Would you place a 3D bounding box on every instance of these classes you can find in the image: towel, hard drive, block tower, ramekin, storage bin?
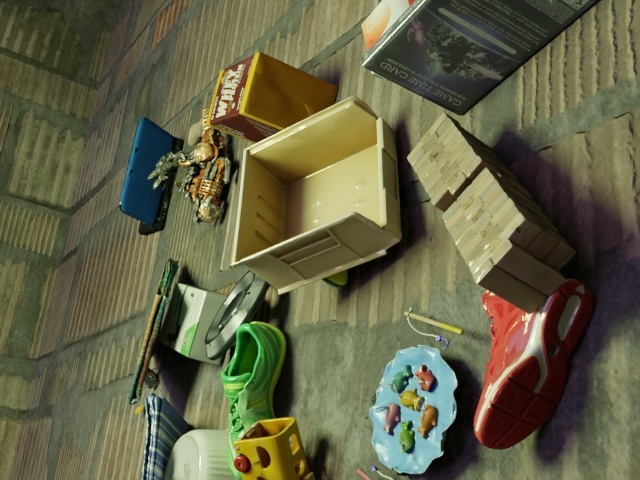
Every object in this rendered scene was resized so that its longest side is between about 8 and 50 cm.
[{"bbox_3d":[-0.326,0.504,1.550,0.243,0.040,0.336,79,-170,-61],"label":"towel"},{"bbox_3d":[0.122,0.254,1.091,0.094,0.022,0.135,-54,35,28],"label":"hard drive"},{"bbox_3d":[-0.400,0.208,1.831,0.370,0.040,0.271,-125,51,-77],"label":"towel"},{"bbox_3d":[0.210,-0.049,0.979,0.091,0.097,0.335,-50,27,20],"label":"block tower"},{"bbox_3d":[-0.222,0.464,1.463,0.207,0.109,0.207,-34,47,47],"label":"ramekin"},{"bbox_3d":[-0.003,-0.077,1.294,0.260,0.123,0.262,-23,46,28],"label":"storage bin"}]

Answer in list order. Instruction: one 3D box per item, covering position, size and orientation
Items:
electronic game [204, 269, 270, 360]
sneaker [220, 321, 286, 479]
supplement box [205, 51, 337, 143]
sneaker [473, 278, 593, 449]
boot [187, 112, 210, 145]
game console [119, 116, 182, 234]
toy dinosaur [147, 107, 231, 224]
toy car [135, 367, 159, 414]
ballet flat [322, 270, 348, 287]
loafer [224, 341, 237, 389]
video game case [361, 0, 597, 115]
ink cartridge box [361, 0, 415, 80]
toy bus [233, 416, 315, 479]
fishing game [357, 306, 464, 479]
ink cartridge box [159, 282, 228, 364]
[{"bbox_3d":[-0.166,0.144,1.549,0.229,0.048,0.229,-51,13,17],"label":"electronic game"},{"bbox_3d":[-0.141,0.291,1.393,0.109,0.123,0.295,-12,63,33],"label":"sneaker"},{"bbox_3d":[-0.105,-0.281,1.589,0.194,0.191,0.129,-1,74,60],"label":"supplement box"},{"bbox_3d":[0.236,0.138,0.927,0.221,0.087,0.128,-58,22,0],"label":"sneaker"},{"bbox_3d":[-0.335,-0.307,2.138,0.118,0.042,0.087,-63,33,16],"label":"boot"},{"bbox_3d":[-0.534,-0.187,2.270,0.250,0.173,0.293,-12,64,56],"label":"game console"},{"bbox_3d":[-0.298,-0.186,1.953,0.218,0.164,0.322,-19,39,38],"label":"toy dinosaur"},{"bbox_3d":[-0.461,0.383,1.963,0.122,0.060,0.040,-59,0,10],"label":"toy car"},{"bbox_3d":[0.000,0.000,1.381,0.077,0.077,0.231,-61,30,14],"label":"ballet flat"},{"bbox_3d":[-0.156,0.244,1.510,0.056,0.050,0.148,-42,29,41],"label":"loafer"},{"bbox_3d":[0.216,-0.295,1.057,0.274,0.196,0.026,-39,41,44],"label":"video game case"},{"bbox_3d":[0.149,-0.402,1.381,0.179,0.045,0.145,-46,39,41],"label":"ink cartridge box"},{"bbox_3d":[-0.064,0.392,1.238,0.104,0.202,0.191,-12,52,22],"label":"toy bus"},{"bbox_3d":[0.119,0.232,1.047,0.189,0.041,0.264,23,94,63],"label":"fishing game"},{"bbox_3d":[-0.283,0.186,1.736,0.208,0.087,0.153,4,78,61],"label":"ink cartridge box"}]
